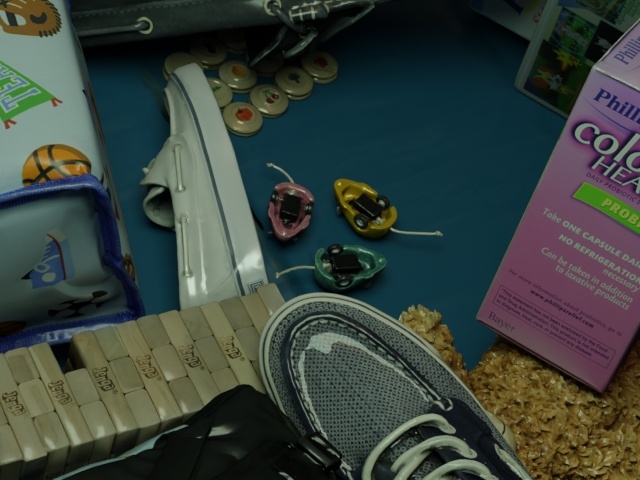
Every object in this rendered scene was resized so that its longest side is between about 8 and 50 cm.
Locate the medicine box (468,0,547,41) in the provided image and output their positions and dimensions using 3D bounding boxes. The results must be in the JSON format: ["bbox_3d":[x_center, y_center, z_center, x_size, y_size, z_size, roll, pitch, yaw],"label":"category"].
[{"bbox_3d":[0.299,-0.351,1.547,0.149,0.263,0.289,30,41,6],"label":"medicine box"}]

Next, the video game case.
[{"bbox_3d":[0.331,-0.143,1.379,0.300,0.329,0.036,32,70,8],"label":"video game case"}]

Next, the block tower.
[{"bbox_3d":[-0.170,0.127,1.149,0.335,0.091,0.097,-15,59,-27],"label":"block tower"}]

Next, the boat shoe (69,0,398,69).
[{"bbox_3d":[-0.033,-0.237,1.410,0.500,0.156,0.187,-1,21,-7],"label":"boat shoe"}]

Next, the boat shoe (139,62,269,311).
[{"bbox_3d":[-0.107,-0.045,1.306,0.084,0.095,0.258,-15,48,-4],"label":"boat shoe"}]

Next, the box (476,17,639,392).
[{"bbox_3d":[0.249,-0.046,1.228,0.117,0.243,0.213,30,36,14],"label":"box"}]

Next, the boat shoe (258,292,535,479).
[{"bbox_3d":[0.084,0.163,1.062,0.127,0.158,0.340,-43,82,-6],"label":"boat shoe"}]

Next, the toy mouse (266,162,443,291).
[{"bbox_3d":[0.000,0.000,1.344,0.161,0.031,0.143,34,50,10],"label":"toy mouse"}]

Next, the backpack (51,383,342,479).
[{"bbox_3d":[-0.129,0.279,0.958,0.355,0.273,0.290,-12,57,-52],"label":"backpack"}]

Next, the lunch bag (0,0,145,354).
[{"bbox_3d":[-0.356,-0.069,1.156,0.385,0.239,0.328,-14,57,-4],"label":"lunch bag"}]

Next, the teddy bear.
[{"bbox_3d":[0.175,0.123,1.253,0.338,0.113,0.245,-18,58,-29],"label":"teddy bear"}]

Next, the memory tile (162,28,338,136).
[{"bbox_3d":[-0.063,-0.160,1.464,0.113,0.012,0.148,40,52,15],"label":"memory tile"}]
